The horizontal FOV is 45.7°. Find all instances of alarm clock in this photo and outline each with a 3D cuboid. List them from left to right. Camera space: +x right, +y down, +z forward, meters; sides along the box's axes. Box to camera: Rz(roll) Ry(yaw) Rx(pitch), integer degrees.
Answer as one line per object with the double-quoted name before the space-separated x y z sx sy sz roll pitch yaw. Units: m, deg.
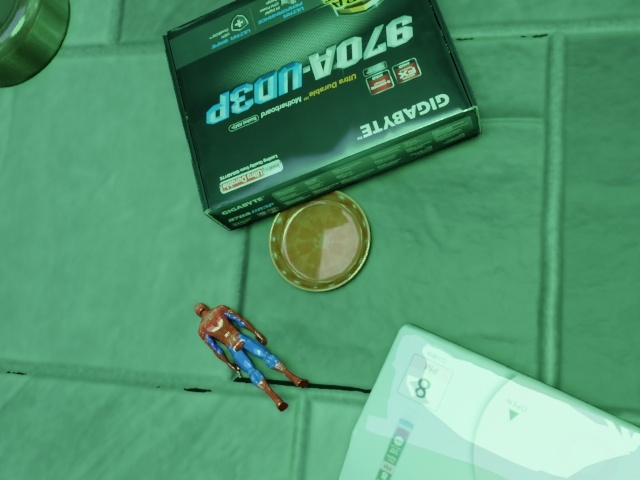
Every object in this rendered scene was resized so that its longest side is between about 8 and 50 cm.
"alarm clock" -0.292 -0.227 0.711 0.192 0.064 0.129 -38 72 3

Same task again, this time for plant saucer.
"plant saucer" 0.000 0.000 0.605 0.083 0.013 0.083 -3 79 16

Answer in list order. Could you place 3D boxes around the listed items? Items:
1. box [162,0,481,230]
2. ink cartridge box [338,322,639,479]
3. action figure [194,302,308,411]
"box" -0.005 -0.127 0.606 0.220 0.051 0.175 -20 69 11
"ink cartridge box" 0.097 0.200 0.518 0.189 0.066 0.232 23 82 19
"action figure" -0.061 0.086 0.598 0.115 0.030 0.038 39 86 24
